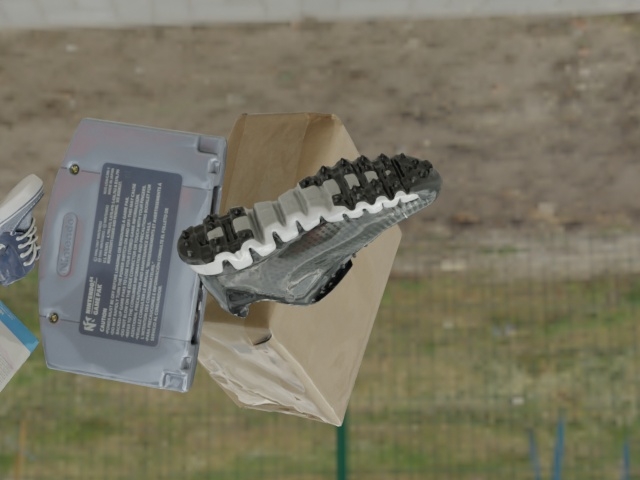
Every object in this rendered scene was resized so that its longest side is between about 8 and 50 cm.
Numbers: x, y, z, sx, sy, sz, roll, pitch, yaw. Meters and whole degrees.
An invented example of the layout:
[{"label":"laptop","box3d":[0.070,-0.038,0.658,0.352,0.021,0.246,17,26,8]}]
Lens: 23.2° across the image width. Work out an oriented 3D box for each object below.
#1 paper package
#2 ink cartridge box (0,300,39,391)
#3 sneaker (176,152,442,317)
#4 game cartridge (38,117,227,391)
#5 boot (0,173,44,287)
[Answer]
[{"label":"paper package","box3d":[-0.039,0.041,2.116,0.168,0.325,0.309,6,153,26]},{"label":"ink cartridge box","box3d":[-0.366,0.125,1.570,0.092,0.090,0.143,-37,-169,21]},{"label":"sneaker","box3d":[0.000,0.000,1.360,0.234,0.078,0.106,-21,126,1]},{"label":"game cartridge","box3d":[-0.224,0.013,1.808,0.198,0.297,0.062,10,-177,16]},{"label":"boot","box3d":[-0.370,-0.011,1.929,0.086,0.069,0.190,43,139,-13]}]
